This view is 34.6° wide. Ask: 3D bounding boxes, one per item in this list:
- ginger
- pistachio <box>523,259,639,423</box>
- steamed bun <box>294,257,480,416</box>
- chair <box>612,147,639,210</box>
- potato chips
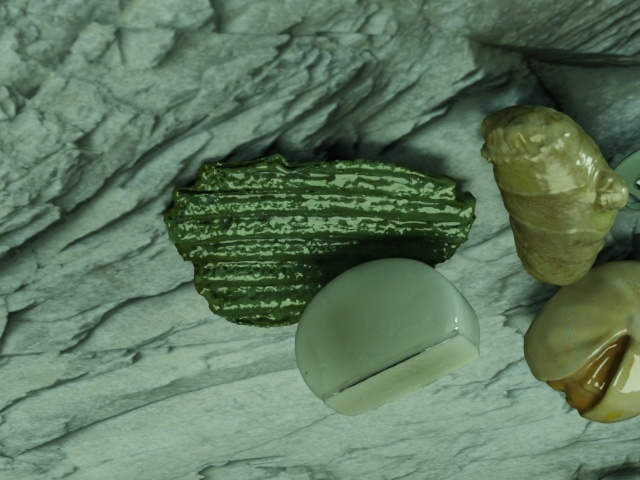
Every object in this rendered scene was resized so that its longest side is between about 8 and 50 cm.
[{"bbox_3d":[0.302,-0.048,1.315,0.190,0.126,0.354,17,157,24],"label":"ginger"},{"bbox_3d":[0.440,0.147,1.545,0.230,0.230,0.309,8,148,-13],"label":"pistachio"},{"bbox_3d":[0.088,0.123,1.421,0.242,0.164,0.146,-28,149,10],"label":"steamed bun"},{"bbox_3d":[0.515,-0.017,1.320,0.203,0.274,0.190,-35,171,37],"label":"chair"},{"bbox_3d":[0.000,0.000,1.430,0.429,0.070,0.358,-2,143,0],"label":"potato chips"}]
